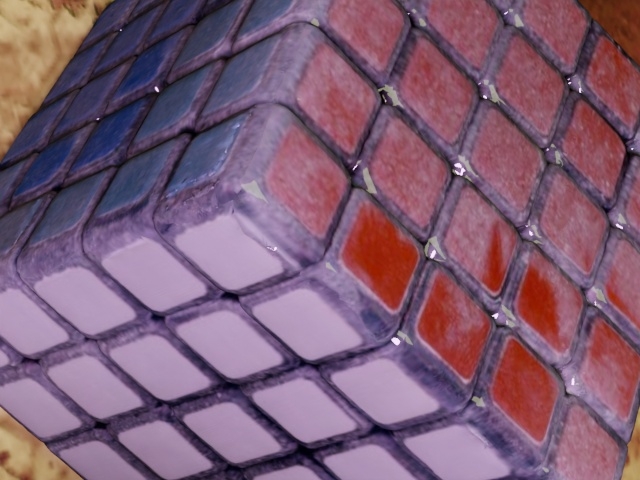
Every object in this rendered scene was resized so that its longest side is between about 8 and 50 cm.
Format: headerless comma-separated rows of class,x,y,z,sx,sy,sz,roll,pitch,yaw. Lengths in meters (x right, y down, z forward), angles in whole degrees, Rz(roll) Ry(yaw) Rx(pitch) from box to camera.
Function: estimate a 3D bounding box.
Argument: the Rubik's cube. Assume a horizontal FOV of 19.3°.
Rubik's cube,0.000,0.000,0.854,0.238,0.237,0.237,43,47,-22
